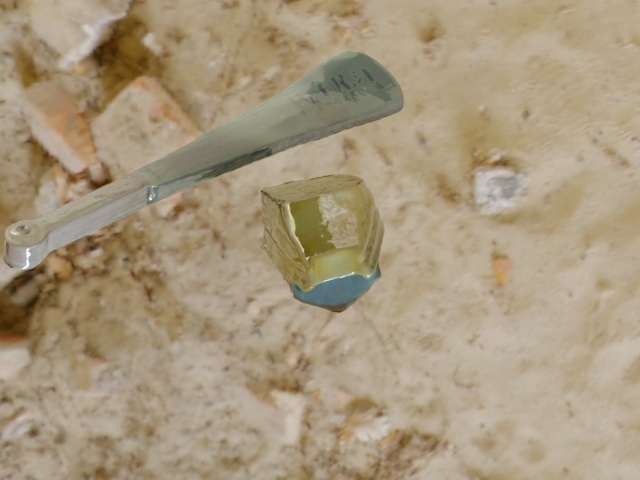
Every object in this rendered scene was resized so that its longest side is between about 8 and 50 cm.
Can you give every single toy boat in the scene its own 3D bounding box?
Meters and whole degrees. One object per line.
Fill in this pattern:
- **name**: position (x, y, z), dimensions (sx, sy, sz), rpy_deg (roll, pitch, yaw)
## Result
- **toy boat**: position (0.000, 0.000, 0.651), dimensions (0.065, 0.172, 0.066), rpy_deg (-14, 99, -4)

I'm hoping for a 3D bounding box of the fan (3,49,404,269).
- **fan**: position (-0.062, -0.052, 0.699), dimensions (0.057, 0.282, 0.023), rpy_deg (49, 143, 21)
